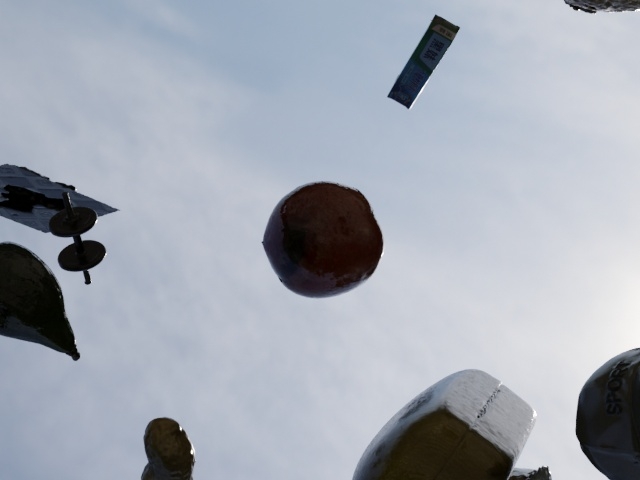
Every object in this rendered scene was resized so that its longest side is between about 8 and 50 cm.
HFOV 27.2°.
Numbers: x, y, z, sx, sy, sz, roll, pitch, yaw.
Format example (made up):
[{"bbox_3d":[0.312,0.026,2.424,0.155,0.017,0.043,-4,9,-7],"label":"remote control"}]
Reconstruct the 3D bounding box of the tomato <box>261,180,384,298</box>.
[{"bbox_3d":[0.000,0.000,2.291,0.184,0.208,0.208,-18,-130,-32],"label":"tomato"}]

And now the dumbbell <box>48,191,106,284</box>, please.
[{"bbox_3d":[-0.331,-0.002,1.798,0.069,0.147,0.069,-6,-147,4],"label":"dumbbell"}]

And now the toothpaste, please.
[{"bbox_3d":[0.070,-0.122,0.911,0.020,0.083,0.017,30,-123,-2],"label":"toothpaste"}]

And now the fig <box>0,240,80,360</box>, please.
[{"bbox_3d":[-0.357,0.078,1.622,0.177,0.117,0.117,35,-145,-5],"label":"fig"}]

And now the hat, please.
[{"bbox_3d":[0.287,0.139,1.240,0.085,0.175,0.147,9,-112,11],"label":"hat"}]

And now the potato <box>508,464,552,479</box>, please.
[{"bbox_3d":[0.133,0.462,1.844,0.296,0.290,0.397,8,-121,22],"label":"potato"}]

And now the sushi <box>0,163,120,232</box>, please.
[{"bbox_3d":[-0.490,-0.089,2.232,0.231,0.219,0.047,24,-117,-41],"label":"sushi"}]

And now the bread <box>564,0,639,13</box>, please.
[{"bbox_3d":[0.414,-0.410,1.812,0.240,0.240,0.139,16,-111,-8],"label":"bread"}]

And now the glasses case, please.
[{"bbox_3d":[0.132,0.243,1.476,0.141,0.173,0.371,35,-169,10],"label":"glasses case"}]

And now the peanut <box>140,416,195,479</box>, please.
[{"bbox_3d":[-0.146,0.219,1.267,0.054,0.113,0.054,1,-157,-1],"label":"peanut"}]
